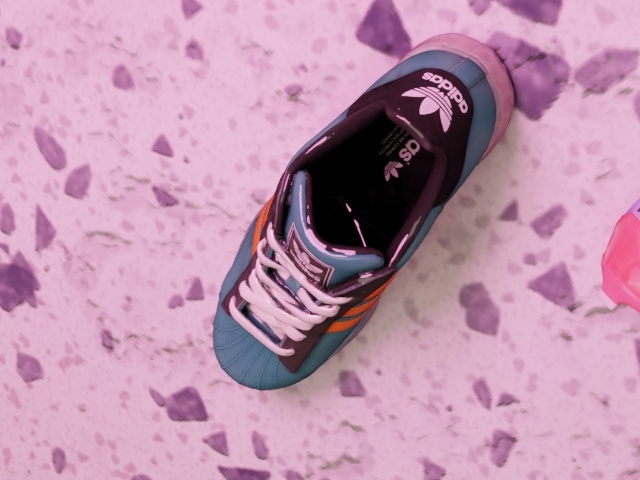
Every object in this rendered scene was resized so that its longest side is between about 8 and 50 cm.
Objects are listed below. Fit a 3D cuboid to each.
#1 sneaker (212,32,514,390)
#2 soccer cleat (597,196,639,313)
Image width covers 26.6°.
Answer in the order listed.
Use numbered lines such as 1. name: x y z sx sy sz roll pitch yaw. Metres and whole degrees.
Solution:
1. sneaker: 0.000 0.000 0.857 0.108 0.121 0.302 40 124 8
2. soccer cleat: 0.274 0.057 0.766 0.248 0.083 0.095 36 118 13
